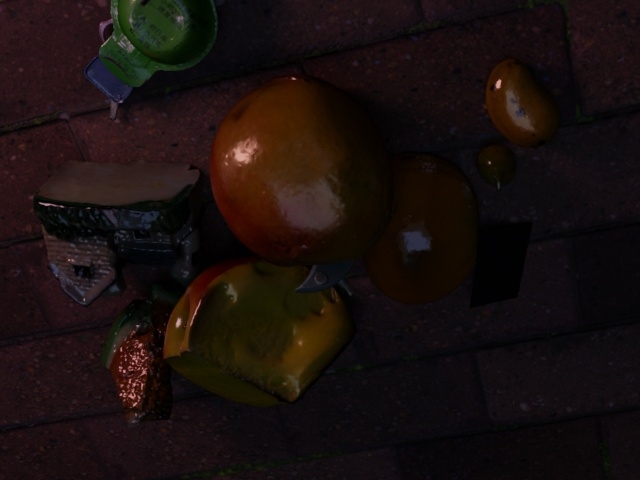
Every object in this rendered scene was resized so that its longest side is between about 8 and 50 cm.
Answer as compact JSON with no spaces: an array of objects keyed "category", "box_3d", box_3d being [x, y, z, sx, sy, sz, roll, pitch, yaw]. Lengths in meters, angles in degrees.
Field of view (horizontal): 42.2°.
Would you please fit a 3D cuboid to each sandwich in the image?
[{"category":"sandwich","box_3d":[-0.395,0.265,1.800,0.162,0.301,0.250,10,136,-18]}]

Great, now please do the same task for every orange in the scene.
[{"category":"orange","box_3d":[0.201,-0.020,1.719,0.274,0.274,0.310,2,88,3]}]

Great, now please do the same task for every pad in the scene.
[{"category":"pad","box_3d":[0.382,0.054,1.762,0.127,0.004,0.190,-9,121,-22]}]

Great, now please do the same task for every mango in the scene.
[{"category":"mango","box_3d":[0.378,-0.254,1.576,0.115,0.090,0.178,-40,106,12]}]

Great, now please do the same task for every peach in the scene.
[{"category":"peach","box_3d":[-0.126,0.187,1.753,0.380,0.306,0.242,25,162,-22]},{"category":"peach","box_3d":[-0.029,-0.131,1.536,0.373,0.290,0.372,0,84,-2]}]

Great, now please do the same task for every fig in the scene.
[{"category":"fig","box_3d":[0.347,-0.145,1.633,0.082,0.098,0.084,7,108,2]}]

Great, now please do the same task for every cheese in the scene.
[{"category":"cheese","box_3d":[-0.317,-0.383,1.534,0.204,0.083,0.320,43,120,-16]}]

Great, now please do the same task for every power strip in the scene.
[{"category":"power strip","box_3d":[0.000,0.000,1.690,0.168,0.054,0.253,-16,79,-13]}]

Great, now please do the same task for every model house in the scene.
[{"category":"model house","box_3d":[-0.391,-0.002,1.687,0.298,0.243,0.284,4,122,3]}]

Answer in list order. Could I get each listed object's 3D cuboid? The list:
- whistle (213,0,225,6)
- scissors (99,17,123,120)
[{"category":"whistle","box_3d":[-0.175,-0.470,1.526,0.035,0.035,0.100,33,115,-14]},{"category":"scissors","box_3d":[-0.389,-0.333,1.625,0.110,0.021,0.212,14,119,-8]}]
